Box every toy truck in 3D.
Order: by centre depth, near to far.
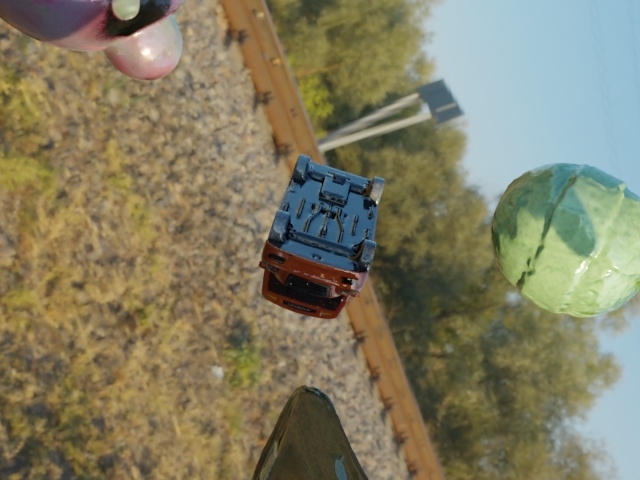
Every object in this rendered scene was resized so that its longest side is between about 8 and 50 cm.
[{"bbox_3d":[0.000,0.000,1.029,0.252,0.108,0.114,-75,-177,-64],"label":"toy truck"}]

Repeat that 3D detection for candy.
[{"bbox_3d":[0.330,0.072,0.716,0.440,0.119,0.119,29,-7,14],"label":"candy"}]

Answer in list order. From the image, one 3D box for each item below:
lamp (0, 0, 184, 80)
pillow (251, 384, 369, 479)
[{"bbox_3d":[-0.170,-0.302,0.789,0.247,0.301,0.247,29,-2,-20],"label":"lamp"},{"bbox_3d":[0.008,0.191,0.573,0.217,0.033,0.130,46,-60,52],"label":"pillow"}]
